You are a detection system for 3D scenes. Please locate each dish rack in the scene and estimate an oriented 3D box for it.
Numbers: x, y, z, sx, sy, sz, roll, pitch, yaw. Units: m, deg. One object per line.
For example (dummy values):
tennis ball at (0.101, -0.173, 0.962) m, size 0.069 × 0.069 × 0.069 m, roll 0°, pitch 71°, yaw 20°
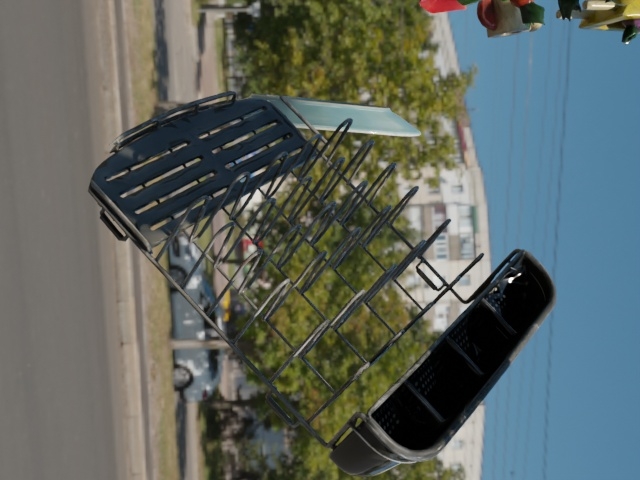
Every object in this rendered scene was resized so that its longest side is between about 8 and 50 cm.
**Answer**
dish rack at (0.000, 0.000, 0.503) m, size 0.271 × 0.208 × 0.074 m, roll 46°, pitch -48°, yaw 9°

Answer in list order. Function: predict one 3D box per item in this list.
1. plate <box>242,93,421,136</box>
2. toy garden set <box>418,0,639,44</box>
plate at (-0.001, -0.117, 0.720) m, size 0.188 × 0.188 × 0.024 m, roll -122°, pitch -144°, yaw -76°
toy garden set at (0.180, -0.139, 0.446) m, size 0.204 × 0.244 × 0.049 m, roll -173°, pitch -107°, yaw -66°
